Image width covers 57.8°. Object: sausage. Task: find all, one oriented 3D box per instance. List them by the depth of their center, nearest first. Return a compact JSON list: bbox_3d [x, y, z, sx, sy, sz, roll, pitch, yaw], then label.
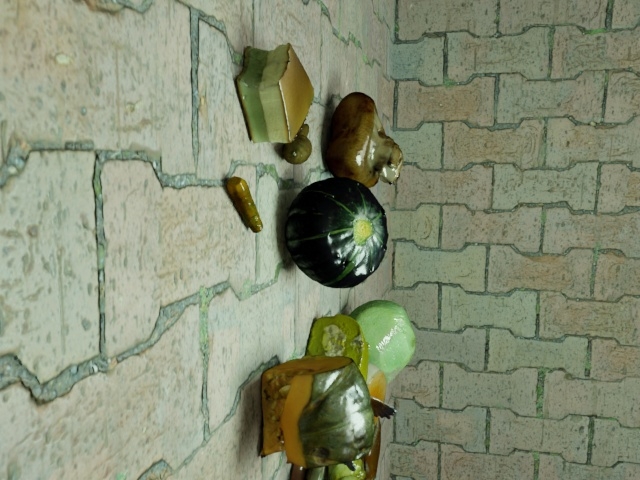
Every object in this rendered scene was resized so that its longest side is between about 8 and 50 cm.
[{"bbox_3d":[-0.059,0.635,1.628,0.043,0.043,0.186,72,25,-52],"label":"sausage"}]

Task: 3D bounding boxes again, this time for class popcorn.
[{"bbox_3d":[0.077,0.825,1.989,0.195,0.173,0.168,-78,-174,-66],"label":"popcorn"}]

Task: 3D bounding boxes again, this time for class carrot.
[{"bbox_3d":[-0.152,-0.071,1.201,0.171,0.042,0.042,71,25,-54],"label":"carrot"}]

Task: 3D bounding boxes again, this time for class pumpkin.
[{"bbox_3d":[-0.007,0.398,1.360,0.256,0.303,0.226,-2,87,-38],"label":"pumpkin"},{"bbox_3d":[0.026,-0.023,1.551,0.296,0.295,0.296,1,90,-75],"label":"pumpkin"}]

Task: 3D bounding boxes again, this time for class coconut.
[{"bbox_3d":[0.220,0.383,2.202,0.328,0.281,0.329,7,90,-70],"label":"coconut"}]

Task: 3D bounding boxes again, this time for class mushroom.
[{"bbox_3d":[0.157,-0.311,1.935,0.345,0.259,0.346,2,90,-75],"label":"mushroom"}]

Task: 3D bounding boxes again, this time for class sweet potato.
[{"bbox_3d":[-0.057,-0.242,1.499,0.269,0.074,0.075,-80,166,-63],"label":"sweet potato"}]

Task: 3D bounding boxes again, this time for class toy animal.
[{"bbox_3d":[0.013,0.470,1.635,0.225,0.284,0.302,-42,101,-37],"label":"toy animal"}]

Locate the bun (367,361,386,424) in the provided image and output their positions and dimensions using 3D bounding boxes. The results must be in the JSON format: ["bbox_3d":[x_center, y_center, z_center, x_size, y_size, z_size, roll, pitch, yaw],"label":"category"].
[{"bbox_3d":[0.099,0.551,1.978,0.299,0.164,0.299,-40,136,-53],"label":"bun"}]

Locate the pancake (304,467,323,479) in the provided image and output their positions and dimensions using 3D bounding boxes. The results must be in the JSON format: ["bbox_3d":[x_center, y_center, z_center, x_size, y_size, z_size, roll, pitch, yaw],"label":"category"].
[{"bbox_3d":[-0.033,0.714,1.630,0.242,0.050,0.242,13,90,-85],"label":"pancake"}]

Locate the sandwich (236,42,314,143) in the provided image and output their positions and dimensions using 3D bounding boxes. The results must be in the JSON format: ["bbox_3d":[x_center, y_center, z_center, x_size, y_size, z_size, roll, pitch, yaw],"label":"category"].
[{"bbox_3d":[-0.092,-0.345,1.271,0.220,0.108,0.186,-70,157,-46],"label":"sandwich"}]

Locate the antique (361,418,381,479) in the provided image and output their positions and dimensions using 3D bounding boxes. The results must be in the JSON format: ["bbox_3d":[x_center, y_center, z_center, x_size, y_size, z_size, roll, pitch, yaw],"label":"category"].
[{"bbox_3d":[0.177,0.838,2.377,0.223,0.129,0.278,47,46,-70],"label":"antique"}]

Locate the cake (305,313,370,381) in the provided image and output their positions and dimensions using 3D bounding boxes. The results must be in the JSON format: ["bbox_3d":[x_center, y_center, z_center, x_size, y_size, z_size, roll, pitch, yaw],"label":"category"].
[{"bbox_3d":[0.055,0.354,1.762,0.156,0.179,0.261,75,22,-49],"label":"cake"}]

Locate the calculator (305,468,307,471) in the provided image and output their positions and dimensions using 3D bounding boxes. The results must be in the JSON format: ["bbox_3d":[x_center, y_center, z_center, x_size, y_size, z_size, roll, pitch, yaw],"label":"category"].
[{"bbox_3d":[-0.045,0.648,1.725,0.094,0.019,0.141,56,38,-71],"label":"calculator"}]
